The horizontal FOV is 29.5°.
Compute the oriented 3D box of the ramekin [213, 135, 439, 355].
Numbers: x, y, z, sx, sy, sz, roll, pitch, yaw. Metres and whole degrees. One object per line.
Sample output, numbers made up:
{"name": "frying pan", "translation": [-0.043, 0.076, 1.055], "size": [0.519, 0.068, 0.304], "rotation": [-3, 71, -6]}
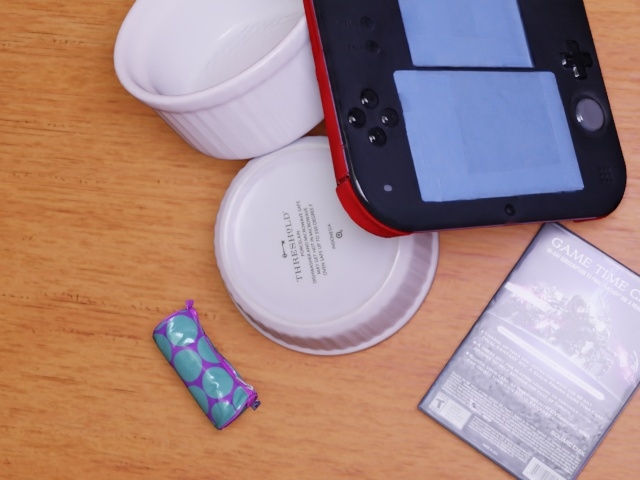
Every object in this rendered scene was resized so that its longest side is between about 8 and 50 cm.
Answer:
{"name": "ramekin", "translation": [0.000, 0.000, 1.428], "size": [0.273, 0.127, 0.272], "rotation": [-1, 83, 10]}

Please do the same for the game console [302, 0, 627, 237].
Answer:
{"name": "game console", "translation": [0.165, -0.178, 1.340], "size": [0.387, 0.060, 0.342], "rotation": [-4, 81, -33]}

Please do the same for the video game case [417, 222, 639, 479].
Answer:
{"name": "video game case", "translation": [0.270, 0.138, 1.415], "size": [0.196, 0.026, 0.274], "rotation": [35, 90, 12]}

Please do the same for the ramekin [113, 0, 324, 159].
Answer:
{"name": "ramekin", "translation": [-0.089, -0.225, 1.414], "size": [0.277, 0.135, 0.277], "rotation": [-17, 48, 19]}

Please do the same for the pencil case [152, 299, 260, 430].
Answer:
{"name": "pencil case", "translation": [-0.138, 0.151, 1.468], "size": [0.070, 0.064, 0.151], "rotation": [-43, 78, 19]}
